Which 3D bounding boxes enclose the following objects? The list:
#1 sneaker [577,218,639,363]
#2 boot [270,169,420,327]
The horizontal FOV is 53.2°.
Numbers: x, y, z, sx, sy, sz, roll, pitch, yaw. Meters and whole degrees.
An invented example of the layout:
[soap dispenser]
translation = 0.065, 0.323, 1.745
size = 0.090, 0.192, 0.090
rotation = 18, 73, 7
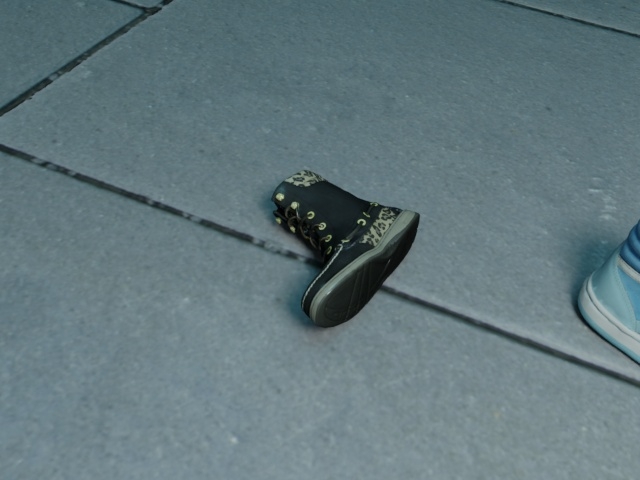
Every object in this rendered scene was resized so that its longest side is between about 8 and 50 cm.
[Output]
[sneaker]
translation = 0.458, 0.084, 0.691
size = 0.319, 0.208, 0.127
rotation = 35, 49, 25
[boot]
translation = 0.000, 0.001, 0.802
size = 0.178, 0.085, 0.236
rotation = 27, 41, 22
